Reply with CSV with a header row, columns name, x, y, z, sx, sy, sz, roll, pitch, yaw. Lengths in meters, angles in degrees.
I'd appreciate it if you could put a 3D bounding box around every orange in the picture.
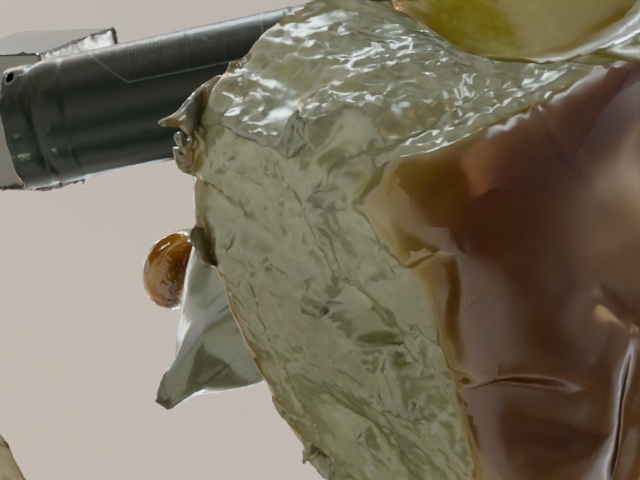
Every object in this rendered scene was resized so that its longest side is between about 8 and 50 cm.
name,x,y,z,sx,sy,sz,roll,pitch,yaw
orange,-0.144,0.025,1.724,0.062,0.086,0.086,35,-41,14

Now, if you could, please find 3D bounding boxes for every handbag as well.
name,x,y,z,sx,sy,sz,roll,pitch,yaw
handbag,0.003,-0.004,1.458,0.316,0.253,0.109,-33,-61,22

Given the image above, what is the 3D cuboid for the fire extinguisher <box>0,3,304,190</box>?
name,x,y,z,sx,sy,sz,roll,pitch,yaw
fire extinguisher,-0.078,-0.113,1.274,0.311,0.114,0.095,-11,-97,3

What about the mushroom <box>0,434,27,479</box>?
name,x,y,z,sx,sy,sz,roll,pitch,yaw
mushroom,-0.352,0.261,1.396,0.195,0.189,0.254,-20,-103,26

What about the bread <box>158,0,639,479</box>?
name,x,y,z,sx,sy,sz,roll,pitch,yaw
bread,0.095,0.005,0.882,0.225,0.250,0.279,14,-48,45

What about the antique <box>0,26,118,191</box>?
name,x,y,z,sx,sy,sz,roll,pitch,yaw
antique,-0.297,-0.137,1.798,0.148,0.152,0.147,3,-72,26

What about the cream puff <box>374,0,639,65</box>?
name,x,y,z,sx,sy,sz,roll,pitch,yaw
cream puff,0.058,-0.147,0.501,0.194,0.221,0.195,5,-74,18
